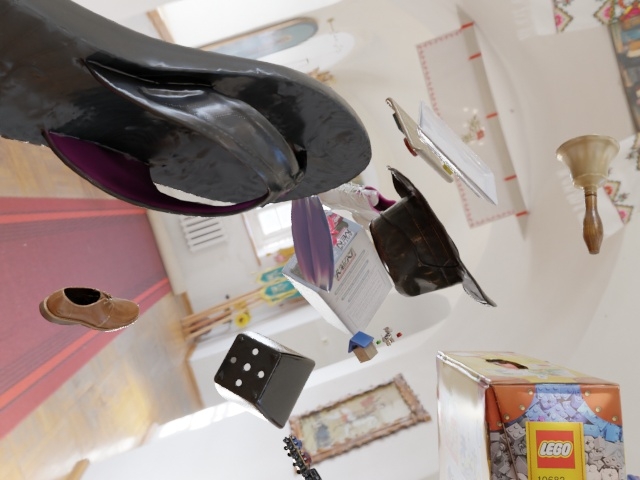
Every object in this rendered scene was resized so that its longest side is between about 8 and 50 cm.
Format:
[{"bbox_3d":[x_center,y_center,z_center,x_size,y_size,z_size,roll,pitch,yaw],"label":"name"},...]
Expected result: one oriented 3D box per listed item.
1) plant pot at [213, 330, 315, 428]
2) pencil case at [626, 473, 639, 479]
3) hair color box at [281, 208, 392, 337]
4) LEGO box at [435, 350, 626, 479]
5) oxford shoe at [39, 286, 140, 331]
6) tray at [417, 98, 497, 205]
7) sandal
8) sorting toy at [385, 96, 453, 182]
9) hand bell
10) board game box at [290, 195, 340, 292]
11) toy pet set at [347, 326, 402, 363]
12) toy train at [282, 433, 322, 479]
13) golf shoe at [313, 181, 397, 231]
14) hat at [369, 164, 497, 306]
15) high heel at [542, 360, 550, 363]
[{"bbox_3d":[-0.151,0.325,1.268,0.187,0.188,0.167,21,-16,23],"label":"plant pot"},{"bbox_3d":[0.540,0.478,0.779,0.306,0.119,0.133,-119,-147,-80],"label":"pencil case"},{"bbox_3d":[0.057,0.099,1.312,0.114,0.185,0.374,28,-15,28],"label":"hair color box"},{"bbox_3d":[0.352,0.414,0.969,0.500,0.193,0.372,59,30,-82],"label":"LEGO box"},{"bbox_3d":[-0.438,0.132,1.040,0.212,0.076,0.076,18,38,-59],"label":"oxford shoe"},{"bbox_3d":[0.306,-0.195,1.188,0.270,0.030,0.145,40,35,-18],"label":"tray"},{"bbox_3d":[-0.139,-0.083,0.429,0.167,0.446,0.107,-43,-130,40],"label":"sandal"},{"bbox_3d":[0.299,-0.258,1.486,0.307,0.041,0.229,29,33,-46],"label":"sorting toy"},{"bbox_3d":[0.561,-0.085,1.078,0.126,0.126,0.242,76,20,-64],"label":"hand bell"},{"bbox_3d":[0.000,0.000,0.753,0.169,0.033,0.133,-169,-110,-69],"label":"board game box"},{"bbox_3d":[0.113,0.239,1.250,0.122,0.114,0.065,-34,-92,45],"label":"toy pet set"},{"bbox_3d":[-0.034,0.416,0.982,0.158,0.036,0.027,-149,-130,-63],"label":"toy train"},{"bbox_3d":[0.102,-0.142,1.600,0.140,0.306,0.115,-39,-151,52],"label":"golf shoe"},{"bbox_3d":[0.174,0.025,0.960,0.331,0.134,0.331,54,5,-7],"label":"hat"},{"bbox_3d":[0.651,0.488,1.606,0.093,0.261,0.186,45,-7,-4],"label":"high heel"}]
